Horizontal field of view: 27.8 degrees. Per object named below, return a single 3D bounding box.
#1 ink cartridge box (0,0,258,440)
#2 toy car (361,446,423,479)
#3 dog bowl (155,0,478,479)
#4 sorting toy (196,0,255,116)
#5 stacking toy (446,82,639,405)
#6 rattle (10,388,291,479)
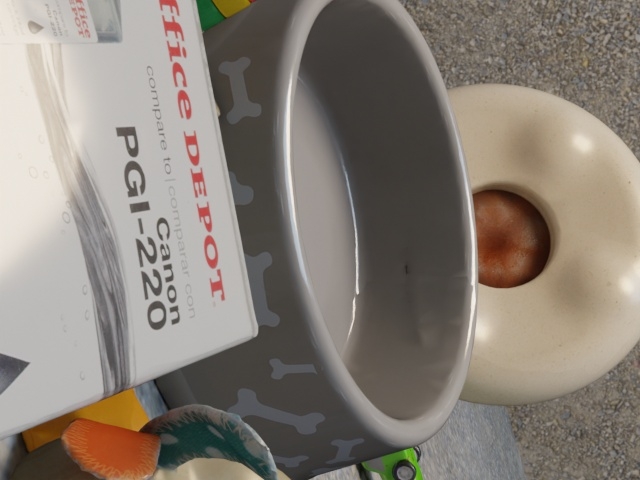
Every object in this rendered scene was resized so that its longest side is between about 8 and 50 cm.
[{"bbox_3d":[-0.114,-0.022,0.374,0.218,0.092,0.158,-17,97,-67],"label":"ink cartridge box"},{"bbox_3d":[0.040,0.133,1.180,0.239,0.053,0.225,-51,125,-76],"label":"toy car"},{"bbox_3d":[0.005,-0.016,0.843,0.349,0.102,0.348,28,58,-60],"label":"dog bowl"},{"bbox_3d":[-0.121,-0.219,0.636,0.257,0.089,0.255,63,6,24],"label":"sorting toy"},{"bbox_3d":[0.178,0.058,1.522,0.480,0.351,0.350,95,-17,-72],"label":"stacking toy"},{"bbox_3d":[-0.069,0.062,0.469,0.199,0.130,0.142,86,7,-55],"label":"rattle"}]
